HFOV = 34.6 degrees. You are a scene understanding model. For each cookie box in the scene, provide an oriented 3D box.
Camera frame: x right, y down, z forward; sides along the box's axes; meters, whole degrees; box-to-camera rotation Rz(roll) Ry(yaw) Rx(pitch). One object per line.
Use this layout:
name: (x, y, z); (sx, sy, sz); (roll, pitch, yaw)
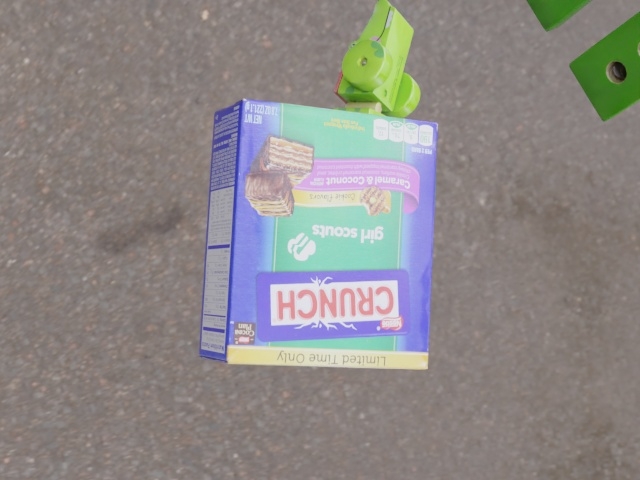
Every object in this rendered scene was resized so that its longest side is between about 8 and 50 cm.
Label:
cookie box: (0.000, 0.000, 0.436); (0.092, 0.040, 0.107); (4, 87, -22)

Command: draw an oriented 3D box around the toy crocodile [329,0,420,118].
toy crocodile: (0.053, -0.155, 1.370); (0.115, 0.105, 0.340); (26, 74, -55)

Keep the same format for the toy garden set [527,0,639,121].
toy garden set: (0.178, -0.222, 0.576); (0.049, 0.204, 0.244); (-26, 83, -36)
